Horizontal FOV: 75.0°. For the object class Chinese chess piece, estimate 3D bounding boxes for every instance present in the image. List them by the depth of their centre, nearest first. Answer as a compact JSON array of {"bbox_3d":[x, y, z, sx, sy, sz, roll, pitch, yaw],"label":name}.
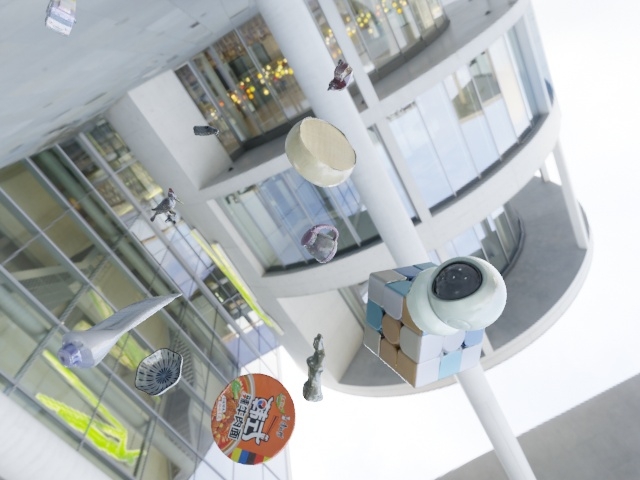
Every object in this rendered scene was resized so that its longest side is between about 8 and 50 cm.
[{"bbox_3d":[0.002,-0.297,1.405,0.103,0.250,0.250,-44,-168,41],"label":"Chinese chess piece"}]

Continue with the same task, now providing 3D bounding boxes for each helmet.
[{"bbox_3d":[0.076,-0.588,1.513,0.123,0.070,0.098,116,-6,-53],"label":"helmet"}]

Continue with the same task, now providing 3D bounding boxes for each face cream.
[{"bbox_3d":[-0.707,0.299,1.464,0.235,0.137,0.420,-13,-166,30],"label":"face cream"}]

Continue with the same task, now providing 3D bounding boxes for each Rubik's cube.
[{"bbox_3d":[0.411,0.314,1.664,0.347,0.347,0.344,-10,-158,-28],"label":"Rubik's cube"}]

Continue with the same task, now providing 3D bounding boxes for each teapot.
[{"bbox_3d":[-0.002,0.008,1.727,0.148,0.146,0.116,-36,-147,35],"label":"teapot"}]

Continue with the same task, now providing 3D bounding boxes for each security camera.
[{"bbox_3d":[0.360,0.143,1.070,0.194,0.194,0.236,-46,-172,-30],"label":"security camera"}]

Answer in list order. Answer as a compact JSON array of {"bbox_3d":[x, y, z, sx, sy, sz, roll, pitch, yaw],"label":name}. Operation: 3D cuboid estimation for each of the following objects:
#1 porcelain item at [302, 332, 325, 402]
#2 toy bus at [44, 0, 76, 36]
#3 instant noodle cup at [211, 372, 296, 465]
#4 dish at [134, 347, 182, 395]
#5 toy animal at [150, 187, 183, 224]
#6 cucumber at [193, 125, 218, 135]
[{"bbox_3d":[-0.014,0.406,1.343,0.069,0.215,0.081,6,-169,-8],"label":"porcelain item"},{"bbox_3d":[-0.572,-0.502,0.922,0.058,0.052,0.102,-46,-131,27],"label":"toy bus"},{"bbox_3d":[-0.197,0.546,1.298,0.250,0.250,0.192,-38,165,-14],"label":"instant noodle cup"},{"bbox_3d":[-0.605,0.510,1.593,0.191,0.066,0.190,-6,-131,7],"label":"dish"},{"bbox_3d":[-0.596,-0.133,1.624,0.202,0.105,0.070,-50,-145,44],"label":"toy animal"},{"bbox_3d":[-0.396,-0.386,1.463,0.163,0.039,0.043,13,-118,44],"label":"cucumber"}]
